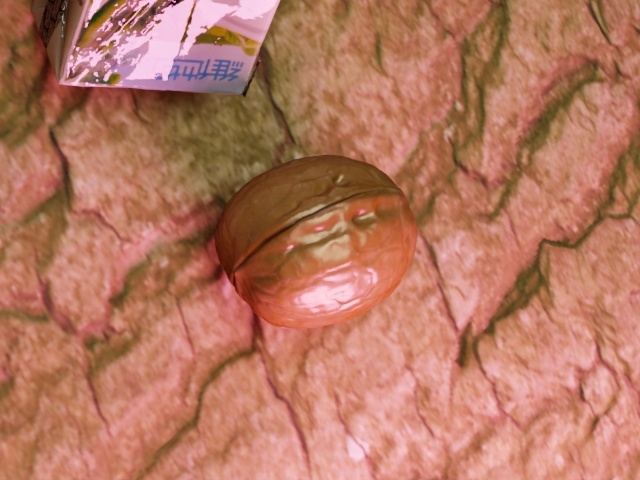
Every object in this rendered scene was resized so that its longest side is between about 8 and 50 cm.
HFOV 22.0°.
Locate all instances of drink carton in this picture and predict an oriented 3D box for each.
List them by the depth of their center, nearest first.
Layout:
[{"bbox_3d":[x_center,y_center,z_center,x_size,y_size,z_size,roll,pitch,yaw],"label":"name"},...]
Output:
[{"bbox_3d":[-0.123,-0.296,1.491,0.194,0.324,0.132,2,43,-27],"label":"drink carton"}]

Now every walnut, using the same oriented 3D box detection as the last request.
[{"bbox_3d":[0.000,0.000,1.589,0.197,0.165,0.165,-15,86,-22],"label":"walnut"}]
